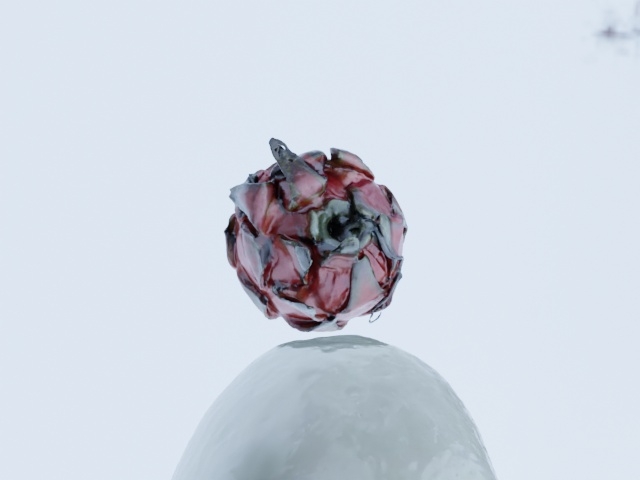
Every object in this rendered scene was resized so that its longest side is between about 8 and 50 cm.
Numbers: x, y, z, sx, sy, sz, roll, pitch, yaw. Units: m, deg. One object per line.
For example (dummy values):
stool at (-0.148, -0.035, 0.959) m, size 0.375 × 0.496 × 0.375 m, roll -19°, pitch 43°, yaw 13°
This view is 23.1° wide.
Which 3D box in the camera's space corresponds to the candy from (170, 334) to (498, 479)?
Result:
candy at (-0.019, 0.258, 1.282) m, size 0.186 × 0.386 × 0.427 m, roll 35°, pitch -148°, yaw -32°

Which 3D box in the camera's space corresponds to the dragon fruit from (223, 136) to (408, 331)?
dragon fruit at (0.000, 0.000, 1.633) m, size 0.193 × 0.274 × 0.192 m, roll 9°, pitch -99°, yaw -24°
